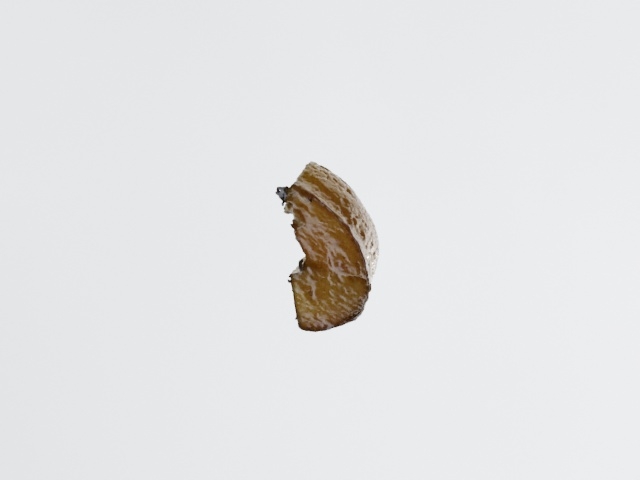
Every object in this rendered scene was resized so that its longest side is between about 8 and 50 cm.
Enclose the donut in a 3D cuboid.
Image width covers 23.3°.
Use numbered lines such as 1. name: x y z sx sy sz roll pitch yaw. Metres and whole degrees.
1. donut: 0.000 0.000 0.766 0.083 0.067 0.038 54 -133 -19
